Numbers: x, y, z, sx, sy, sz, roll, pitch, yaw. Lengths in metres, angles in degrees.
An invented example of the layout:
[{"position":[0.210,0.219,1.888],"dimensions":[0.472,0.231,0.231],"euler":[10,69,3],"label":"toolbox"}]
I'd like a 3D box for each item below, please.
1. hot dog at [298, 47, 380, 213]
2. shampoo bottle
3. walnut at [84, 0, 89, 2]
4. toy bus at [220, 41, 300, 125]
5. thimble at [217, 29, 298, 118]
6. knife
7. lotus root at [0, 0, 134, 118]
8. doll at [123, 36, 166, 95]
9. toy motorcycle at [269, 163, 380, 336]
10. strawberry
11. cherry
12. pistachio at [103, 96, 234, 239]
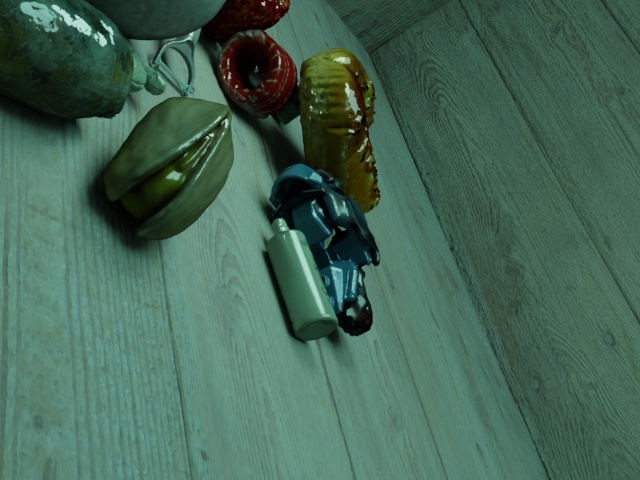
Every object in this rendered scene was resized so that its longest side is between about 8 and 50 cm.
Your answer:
[{"position":[0.048,-0.276,2.226],"dimensions":[0.367,0.196,0.365],"euler":[-91,171,-59],"label":"hot dog"},{"position":[-0.045,0.065,1.778],"dimensions":[0.085,0.085,0.262],"euler":[36,27,-53],"label":"shampoo bottle"},{"position":[-0.442,-0.485,1.376],"dimensions":[0.298,0.203,0.203],"euler":[47,19,-13],"label":"walnut"},{"position":[-0.142,-0.452,2.367],"dimensions":[0.301,0.113,0.139],"euler":[52,14,-20],"label":"toy bus"},{"position":[-0.147,-0.393,2.144],"dimensions":[0.125,0.163,0.189],"euler":[28,38,-64],"label":"thimble"},{"position":[-0.268,-0.433,1.895],"dimensions":[0.123,0.053,0.277],"euler":[49,40,-47],"label":"knife"},{"position":[-0.377,-0.266,1.247],"dimensions":[0.175,0.175,0.349],"euler":[64,16,16],"label":"lotus root"},{"position":[-0.351,-0.307,1.559],"dimensions":[0.214,0.071,0.103],"euler":[27,27,-49],"label":"doll"},{"position":[0.000,0.000,1.932],"dimensions":[0.232,0.172,0.415],"euler":[29,42,-49],"label":"toy motorcycle"},{"position":[-0.189,-0.556,2.169],"dimensions":[0.205,0.244,0.205],"euler":[26,43,-27],"label":"strawberry"},{"position":[-0.289,-0.497,1.609],"dimensions":[0.335,0.327,0.291],"euler":[12,59,-66],"label":"cherry"},{"position":[-0.216,-0.117,1.398],"dimensions":[0.166,0.197,0.288],"euler":[48,30,-22],"label":"pistachio"}]
